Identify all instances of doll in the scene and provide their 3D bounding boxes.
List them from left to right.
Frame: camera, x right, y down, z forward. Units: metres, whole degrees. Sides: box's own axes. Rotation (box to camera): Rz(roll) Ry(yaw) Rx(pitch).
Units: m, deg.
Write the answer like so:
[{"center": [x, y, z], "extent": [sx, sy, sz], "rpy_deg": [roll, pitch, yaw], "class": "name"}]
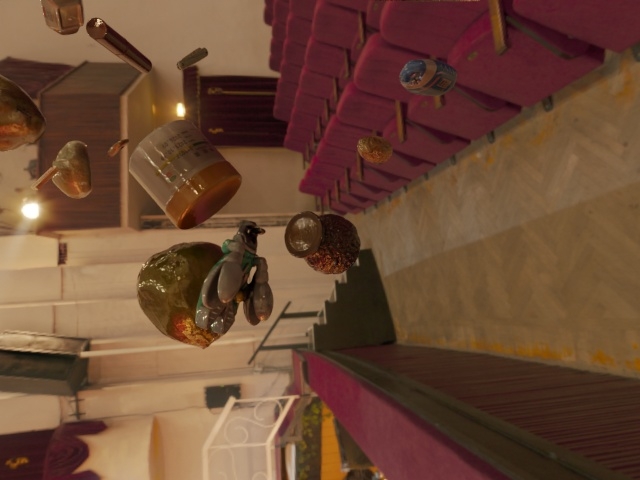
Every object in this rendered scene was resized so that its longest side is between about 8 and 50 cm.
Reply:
[{"center": [-0.195, 0.085, 0.944], "extent": [0.153, 0.194, 0.259], "rpy_deg": [6, 96, 41], "class": "doll"}]

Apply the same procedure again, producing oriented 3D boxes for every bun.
[{"center": [-0.891, -0.251, 1.490], "extent": [0.222, 0.127, 0.223], "rpy_deg": [21, 115, 55], "class": "bun"}]

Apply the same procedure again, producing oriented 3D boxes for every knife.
[{"center": [-0.519, -0.741, 1.703], "extent": [0.023, 0.162, 0.044], "rpy_deg": [7, 134, 41], "class": "knife"}]

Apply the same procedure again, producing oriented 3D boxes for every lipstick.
[{"center": [-0.568, -0.552, 1.213], "extent": [0.357, 0.057, 0.058], "rpy_deg": [-114, 23, -80], "class": "lipstick"}]

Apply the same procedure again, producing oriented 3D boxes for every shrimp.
[{"center": [-0.620, -0.284, 1.287], "extent": [0.108, 0.059, 0.023], "rpy_deg": [-17, 113, 44], "class": "shrimp"}]

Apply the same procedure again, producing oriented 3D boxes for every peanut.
[{"center": [0.183, -0.306, 1.406], "extent": [0.086, 0.104, 0.228], "rpy_deg": [-53, -6, 22], "class": "peanut"}]

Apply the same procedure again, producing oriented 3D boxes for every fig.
[{"center": [-0.405, 0.170, 1.360], "extent": [0.343, 0.342, 0.344], "rpy_deg": [178, 90, -80], "class": "fig"}]

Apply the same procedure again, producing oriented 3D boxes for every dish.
[{"center": [-1.003, -0.892, 1.662], "extent": [0.064, 0.154, 0.234], "rpy_deg": [58, 151, 1], "class": "dish"}]

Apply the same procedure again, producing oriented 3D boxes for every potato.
[{"center": [-0.878, -0.342, 1.099], "extent": [0.202, 0.350, 0.219], "rpy_deg": [-46, -39, -57], "class": "potato"}]

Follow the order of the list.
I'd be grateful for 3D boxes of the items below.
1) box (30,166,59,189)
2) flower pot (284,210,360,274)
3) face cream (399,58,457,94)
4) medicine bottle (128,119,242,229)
[{"center": [-0.891, -0.201, 1.357], "extent": [0.015, 0.058, 0.093], "rpy_deg": [52, -122, -37], "class": "box"}, {"center": [0.000, 0.000, 1.764], "extent": [0.267, 0.266, 0.267], "rpy_deg": [21, -121, -56], "class": "flower pot"}, {"center": [0.350, -0.539, 1.390], "extent": [0.149, 0.263, 0.083], "rpy_deg": [-23, 84, 39], "class": "face cream"}, {"center": [-0.389, -0.190, 1.223], "extent": [0.232, 0.238, 0.238], "rpy_deg": [48, 166, 1], "class": "medicine bottle"}]
